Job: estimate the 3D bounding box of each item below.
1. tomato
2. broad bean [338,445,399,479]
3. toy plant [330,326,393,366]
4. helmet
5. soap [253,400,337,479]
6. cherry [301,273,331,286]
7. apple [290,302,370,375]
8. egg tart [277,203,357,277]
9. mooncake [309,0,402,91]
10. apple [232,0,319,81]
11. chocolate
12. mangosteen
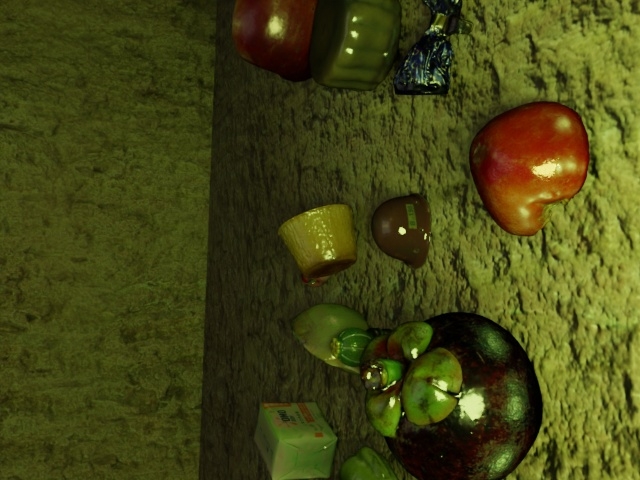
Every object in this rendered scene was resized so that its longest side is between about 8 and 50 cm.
[{"bbox_3d":[0.318,-0.125,1.117,0.233,0.139,0.201,116,155,-44],"label":"tomato"},{"bbox_3d":[0.115,0.621,1.540,0.238,0.119,0.291,-42,51,48],"label":"broad bean"},{"bbox_3d":[0.103,0.246,1.559,0.092,0.162,0.093,-175,90,-67],"label":"toy plant"},{"bbox_3d":[0.169,-0.020,1.516,0.155,0.106,0.175,147,119,-64],"label":"helmet"},{"bbox_3d":[-0.074,0.563,1.922,0.199,0.182,0.139,-135,52,-60],"label":"soap"},{"bbox_3d":[-0.007,0.078,1.954,0.106,0.086,0.126,1,69,69],"label":"cherry"},{"bbox_3d":[0.028,0.230,1.728,0.120,0.193,0.265,-69,24,15],"label":"apple"},{"bbox_3d":[0.000,0.000,1.813,0.215,0.215,0.171,-46,57,58],"label":"egg tart"},{"bbox_3d":[0.086,-0.524,1.711,0.290,0.161,0.291,-175,90,-69],"label":"mooncake"},{"bbox_3d":[-0.079,-0.639,1.932,0.329,0.295,0.365,166,124,-86],"label":"apple"},{"bbox_3d":[0.246,-0.461,1.389,0.148,0.126,0.344,16,102,27],"label":"chocolate"},{"bbox_3d":[0.211,0.269,1.132,0.300,0.300,0.301,-177,90,-68],"label":"mangosteen"}]
